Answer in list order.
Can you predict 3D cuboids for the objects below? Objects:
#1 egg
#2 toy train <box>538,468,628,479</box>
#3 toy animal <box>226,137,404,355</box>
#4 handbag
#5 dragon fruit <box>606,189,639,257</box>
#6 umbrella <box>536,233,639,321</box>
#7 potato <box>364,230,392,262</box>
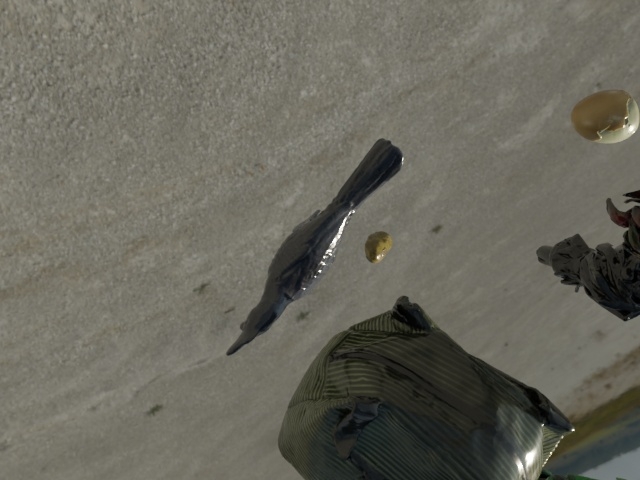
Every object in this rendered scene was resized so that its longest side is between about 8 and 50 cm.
[{"bbox_3d":[0.381,-0.165,0.718,0.083,0.071,0.071,-7,151,3],"label":"egg"},{"bbox_3d":[0.413,0.525,0.924,0.202,0.120,0.301,11,119,6],"label":"toy train"},{"bbox_3d":[-0.011,0.009,0.818,0.367,0.081,0.206,-51,-175,4],"label":"toy animal"},{"bbox_3d":[0.132,0.252,0.693,0.247,0.340,0.240,-47,171,-32],"label":"handbag"},{"bbox_3d":[0.448,-0.023,0.671,0.142,0.121,0.130,-7,139,12],"label":"dragon fruit"},{"bbox_3d":[0.463,0.046,0.932,0.118,0.118,0.340,-26,-175,2],"label":"umbrella"},{"bbox_3d":[0.106,0.010,1.006,0.092,0.046,0.045,-45,145,-51],"label":"potato"}]
